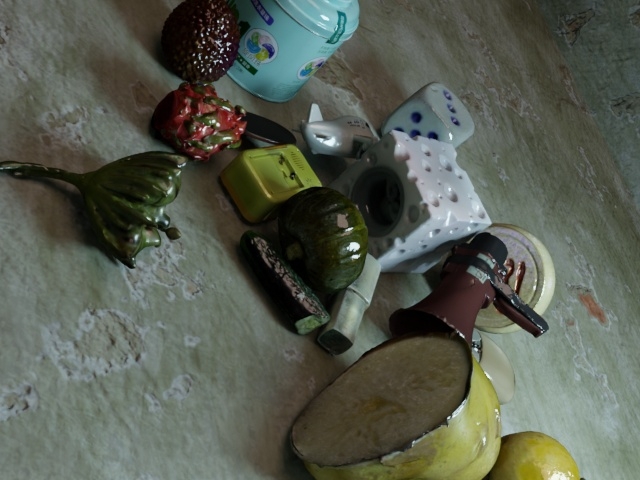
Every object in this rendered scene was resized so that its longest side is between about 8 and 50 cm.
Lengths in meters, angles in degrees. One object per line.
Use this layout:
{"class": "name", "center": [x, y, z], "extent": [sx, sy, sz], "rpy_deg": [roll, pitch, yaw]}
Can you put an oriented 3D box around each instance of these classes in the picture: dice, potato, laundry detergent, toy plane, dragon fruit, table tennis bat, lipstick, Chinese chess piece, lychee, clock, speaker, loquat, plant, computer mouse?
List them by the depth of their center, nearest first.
{"class": "plant", "center": [-0.383, -0.112, 1.334], "extent": [0.333, 0.180, 0.251], "rpy_deg": [34, 28, -14]}
{"class": "potato", "center": [0.179, 0.377, 1.439], "extent": [0.397, 0.289, 0.296], "rpy_deg": [-42, 120, -35]}
{"class": "loquat", "center": [0.424, 0.500, 1.575], "extent": [0.243, 0.244, 0.244], "rpy_deg": [27, 42, -28]}
{"class": "dragon fruit", "center": [-0.243, -0.240, 1.611], "extent": [0.172, 0.160, 0.166], "rpy_deg": [23, 11, -34]}
{"class": "lipstick", "center": [0.060, 0.126, 1.648], "extent": [0.077, 0.079, 0.253], "rpy_deg": [40, 37, -13]}
{"class": "clock", "center": [-0.104, -0.125, 1.686], "extent": [0.202, 0.096, 0.143], "rpy_deg": [-17, 69, -53]}
{"class": "speaker", "center": [0.348, 0.137, 1.717], "extent": [0.259, 0.198, 0.329], "rpy_deg": [25, 53, 33]}
{"class": "lychee", "center": [-0.258, -0.452, 1.746], "extent": [0.188, 0.188, 0.188], "rpy_deg": [27, 42, -28]}
{"class": "table tennis bat", "center": [-0.176, -0.266, 1.762], "extent": [0.274, 0.021, 0.154], "rpy_deg": [14, 25, -29]}
{"class": "computer mouse", "center": [0.370, 0.285, 1.832], "extent": [0.236, 0.082, 0.145], "rpy_deg": [39, 38, -16]}
{"class": "toy plane", "center": [0.045, -0.254, 1.882], "extent": [0.244, 0.118, 0.245], "rpy_deg": [11, 8, -2]}
{"class": "laundry detergent", "center": [-0.078, -0.541, 1.901], "extent": [0.287, 0.305, 0.287], "rpy_deg": [27, 42, -27]}
{"class": "Chinese chess piece", "center": [0.432, 0.092, 1.908], "extent": [0.112, 0.270, 0.270], "rpy_deg": [12, 48, -62]}
{"class": "dice", "center": [0.299, -0.313, 2.189], "extent": [0.192, 0.194, 0.193], "rpy_deg": [51, 38, 3]}

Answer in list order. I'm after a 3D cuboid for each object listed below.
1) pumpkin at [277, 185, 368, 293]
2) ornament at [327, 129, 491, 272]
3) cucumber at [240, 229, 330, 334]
{"class": "pumpkin", "center": [0.000, 0.000, 1.581], "extent": [0.157, 0.224, 0.224], "rpy_deg": [-22, 74, -25]}
{"class": "ornament", "center": [0.205, -0.082, 1.849], "extent": [0.239, 0.239, 0.240], "rpy_deg": [4, 56, -45]}
{"class": "cucumber", "center": [-0.080, 0.080, 1.553], "extent": [0.241, 0.074, 0.074], "rpy_deg": [51, 36, 8]}
